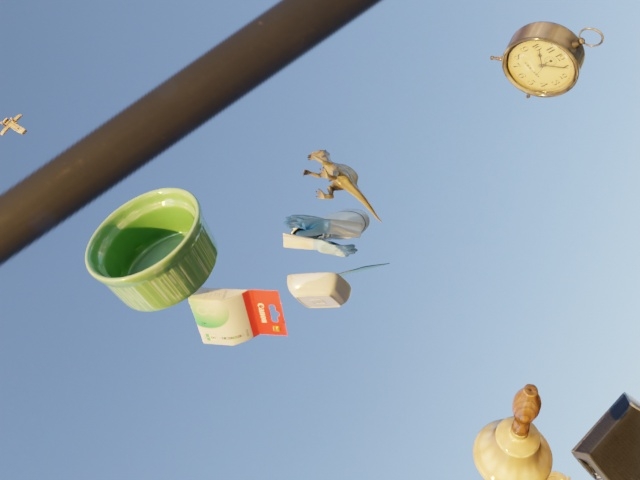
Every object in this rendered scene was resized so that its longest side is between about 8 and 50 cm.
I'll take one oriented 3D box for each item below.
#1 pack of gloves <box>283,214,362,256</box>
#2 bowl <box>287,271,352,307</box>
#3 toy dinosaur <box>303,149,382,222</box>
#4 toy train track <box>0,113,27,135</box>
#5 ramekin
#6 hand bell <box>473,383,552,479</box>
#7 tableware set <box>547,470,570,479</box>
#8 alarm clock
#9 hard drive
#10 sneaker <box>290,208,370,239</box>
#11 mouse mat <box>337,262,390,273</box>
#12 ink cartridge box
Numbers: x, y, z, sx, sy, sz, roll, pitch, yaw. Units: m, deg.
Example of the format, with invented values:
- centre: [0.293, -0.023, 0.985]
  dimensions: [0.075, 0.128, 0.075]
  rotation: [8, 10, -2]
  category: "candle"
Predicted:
- centre: [0.000, 0.000, 2.068]
  dimensions: [0.195, 0.232, 0.046]
  rotation: [94, -175, -58]
  category: "pack of gloves"
- centre: [-0.003, 0.126, 1.704]
  dimensions: [0.142, 0.142, 0.053]
  rotation: [47, -136, -60]
  category: "bowl"
- centre: [0.033, -0.103, 1.182]
  dimensions: [0.093, 0.183, 0.053]
  rotation: [-17, -33, -42]
  category: "toy dinosaur"
- centre: [-0.513, -0.193, 1.167]
  dimensions: [0.048, 0.083, 0.014]
  rotation: [-51, -42, -13]
  category: "toy train track"
- centre: [-0.397, 0.028, 1.700]
  dimensions: [0.303, 0.303, 0.148]
  rotation: [-46, -46, -20]
  category: "ramekin"
- centre: [0.299, 0.274, 1.046]
  dimensions: [0.126, 0.126, 0.242]
  rotation: [-42, -32, -24]
  category: "hand bell"
- centre: [0.418, 0.519, 1.422]
  dimensions: [0.141, 0.169, 0.020]
  rotation: [-67, -25, -10]
  category: "tableware set"
- centre: [0.389, -0.311, 1.171]
  dimensions: [0.129, 0.192, 0.064]
  rotation: [40, -115, -20]
  category: "alarm clock"
- centre: [0.609, 0.422, 1.280]
  dimensions: [0.172, 0.255, 0.054]
  rotation: [-47, -4, -3]
  category: "hard drive"
- centre: [0.027, -0.032, 2.133]
  dimensions: [0.091, 0.258, 0.094]
  rotation: [-36, -70, -55]
  category: "sneaker"
- centre: [0.116, 0.098, 2.282]
  dimensions: [0.153, 0.190, 0.007]
  rotation: [-3, -100, -58]
  category: "mouse mat"
- centre: [-0.209, 0.200, 1.798]
  dimensions: [0.056, 0.225, 0.181]
  rotation: [-74, -18, -44]
  category: "ink cartridge box"
